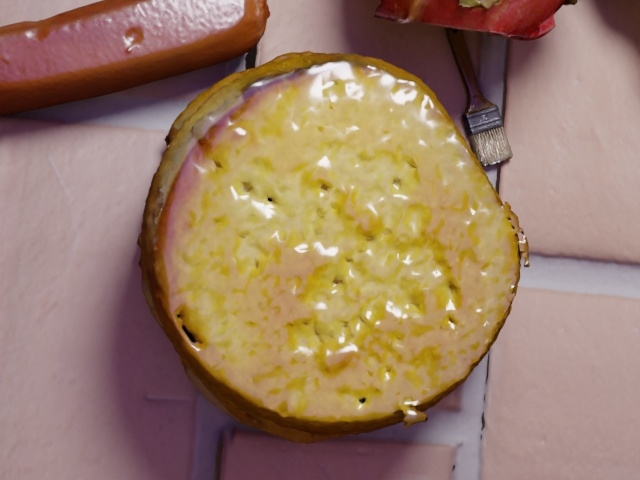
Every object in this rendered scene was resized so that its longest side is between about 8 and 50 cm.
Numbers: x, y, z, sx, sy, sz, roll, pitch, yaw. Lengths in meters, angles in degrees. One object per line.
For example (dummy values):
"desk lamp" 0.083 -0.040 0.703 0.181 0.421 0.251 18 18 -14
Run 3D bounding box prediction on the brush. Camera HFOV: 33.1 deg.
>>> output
"brush" 0.169 -0.165 1.185 0.043 0.014 0.169 -17 89 -12

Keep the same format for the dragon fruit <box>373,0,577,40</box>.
"dragon fruit" 0.166 -0.350 1.063 0.269 0.250 0.291 7 101 -8

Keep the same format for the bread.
"bread" 0.000 0.000 1.046 0.398 0.215 0.398 0 86 -4

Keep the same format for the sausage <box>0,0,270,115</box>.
"sausage" -0.212 -0.193 1.077 0.349 0.097 0.094 -18 83 -10
